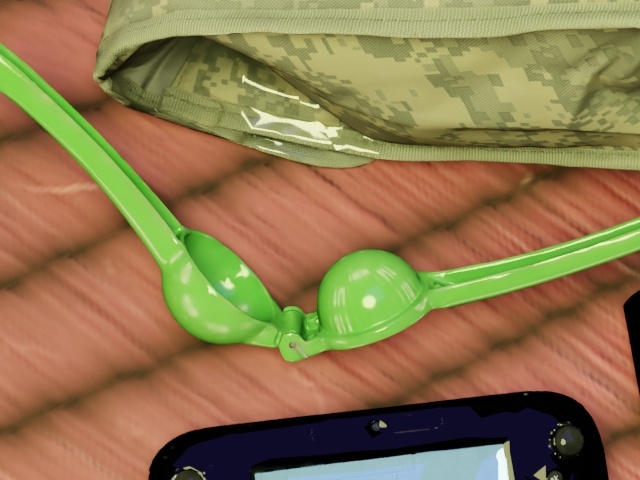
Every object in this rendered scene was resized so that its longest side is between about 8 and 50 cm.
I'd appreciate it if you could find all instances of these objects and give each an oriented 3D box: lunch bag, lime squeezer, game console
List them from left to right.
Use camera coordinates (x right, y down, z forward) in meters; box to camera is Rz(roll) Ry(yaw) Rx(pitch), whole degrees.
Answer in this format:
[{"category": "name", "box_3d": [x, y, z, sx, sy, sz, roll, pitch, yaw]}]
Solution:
[{"category": "lime squeezer", "box_3d": [0.000, 0.000, 0.797, 0.310, 0.059, 0.110, 13, 95, -4]}, {"category": "lunch bag", "box_3d": [0.050, -0.161, 0.808, 0.287, 0.169, 0.235, 4, 71, 25]}, {"category": "game console", "box_3d": [0.109, 0.130, 0.786, 0.361, 0.044, 0.213, -6, 71, -9]}]
